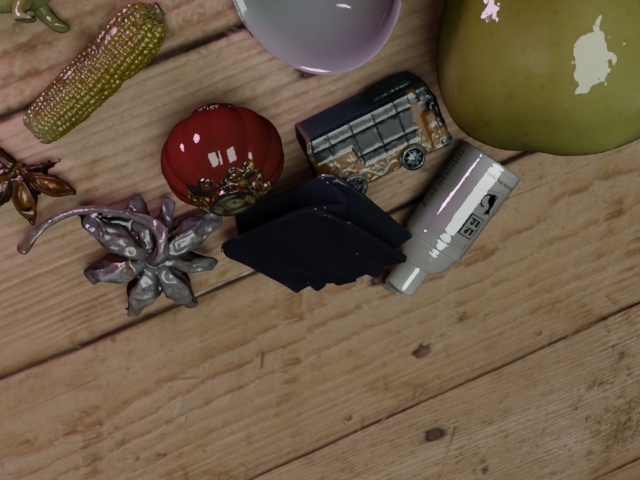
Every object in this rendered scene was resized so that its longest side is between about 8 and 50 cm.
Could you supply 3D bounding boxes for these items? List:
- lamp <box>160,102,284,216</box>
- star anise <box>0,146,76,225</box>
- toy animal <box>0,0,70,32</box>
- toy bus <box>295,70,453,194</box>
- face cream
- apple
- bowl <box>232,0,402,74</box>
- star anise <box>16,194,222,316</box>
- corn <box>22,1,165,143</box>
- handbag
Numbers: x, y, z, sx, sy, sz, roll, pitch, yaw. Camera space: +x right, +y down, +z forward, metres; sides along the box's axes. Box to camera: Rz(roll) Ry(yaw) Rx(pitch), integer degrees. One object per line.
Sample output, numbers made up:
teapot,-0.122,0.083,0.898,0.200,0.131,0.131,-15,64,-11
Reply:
lamp,-0.179,-0.154,1.353,0.227,0.227,0.226,-7,116,-14
star anise,-0.558,-0.099,1.350,0.213,0.053,0.157,18,108,-25
toy animal,-0.497,-0.401,1.212,0.219,0.103,0.100,-2,92,-11
toy bus,0.102,-0.206,1.449,0.275,0.138,0.167,-25,118,-1
face cream,0.259,-0.020,1.578,0.145,0.145,0.369,27,104,-26
apple,0.423,-0.368,1.301,0.474,0.473,0.473,-7,116,-14
bowl,0.018,-0.469,1.254,0.157,0.346,0.345,-44,131,-45
star anise,-0.346,0.036,1.430,0.360,0.139,0.315,-31,113,-1
corn,-0.390,-0.292,1.289,0.320,0.097,0.097,-41,119,7
handbag,0.000,0.000,1.443,0.269,0.326,0.118,34,58,-31
